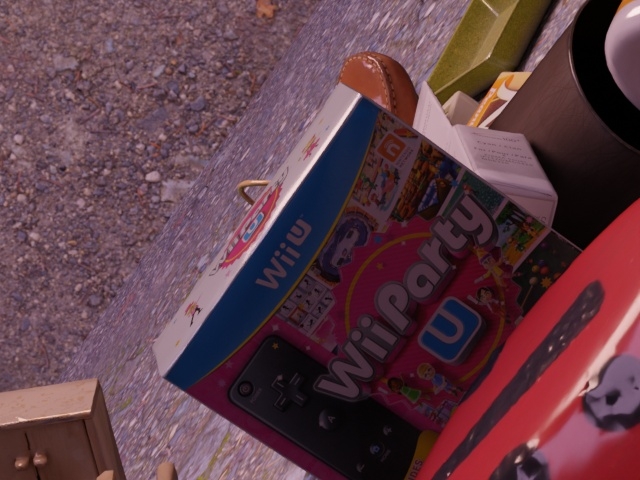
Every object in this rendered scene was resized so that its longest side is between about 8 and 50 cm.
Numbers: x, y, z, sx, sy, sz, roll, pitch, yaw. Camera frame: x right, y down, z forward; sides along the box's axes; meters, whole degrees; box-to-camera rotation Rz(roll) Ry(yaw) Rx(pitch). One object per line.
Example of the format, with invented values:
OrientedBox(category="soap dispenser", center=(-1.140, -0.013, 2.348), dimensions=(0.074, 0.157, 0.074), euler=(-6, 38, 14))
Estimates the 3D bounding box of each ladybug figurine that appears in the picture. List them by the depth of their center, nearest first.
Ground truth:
OrientedBox(category="ladybug figurine", center=(0.183, 0.115, 1.111), dimensions=(0.449, 0.162, 0.305), euler=(-53, 13, 13))

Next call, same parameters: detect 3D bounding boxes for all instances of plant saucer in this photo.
OrientedBox(category="plant saucer", center=(0.201, -0.236, 2.248), dimensions=(0.188, 0.045, 0.188), euler=(-60, 13, -25))

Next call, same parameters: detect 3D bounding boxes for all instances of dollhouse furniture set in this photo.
OrientedBox(category="dollhouse furniture set", center=(-0.295, 0.359, 1.990), dimensions=(0.362, 0.256, 0.394), euler=(-10, 27, 6))

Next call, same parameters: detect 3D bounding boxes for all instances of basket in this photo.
OrientedBox(category="basket", center=(0.202, -0.065, 1.560), dimensions=(0.227, 0.154, 0.204), euler=(-50, 1, 42))

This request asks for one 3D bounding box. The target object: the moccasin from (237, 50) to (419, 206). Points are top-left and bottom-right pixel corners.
OrientedBox(category="moccasin", center=(-0.002, -0.001, 1.902), dimensions=(0.139, 0.147, 0.380), euler=(25, 97, 56))

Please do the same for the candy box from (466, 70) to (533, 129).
OrientedBox(category="candy box", center=(0.136, -0.003, 1.777), dimensions=(0.316, 0.087, 0.183), euler=(-56, 12, -3))

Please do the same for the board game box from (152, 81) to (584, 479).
OrientedBox(category="board game box", center=(0.076, 0.073, 1.295), dimensions=(0.224, 0.303, 0.097), euler=(-55, 12, 4))

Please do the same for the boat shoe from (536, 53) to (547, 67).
OrientedBox(category="boat shoe", center=(0.269, -0.163, 1.728), dimensions=(0.068, 0.081, 0.228), euler=(-55, 19, -12))

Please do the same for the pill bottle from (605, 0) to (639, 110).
OrientedBox(category="pill bottle", center=(0.329, -0.214, 1.422), dimensions=(0.278, 0.162, 0.162), euler=(-61, 13, -22))

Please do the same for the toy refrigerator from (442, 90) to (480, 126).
OrientedBox(category="toy refrigerator", center=(0.085, -0.027, 2.024), dimensions=(0.269, 0.094, 0.102), euler=(-46, 16, 40))

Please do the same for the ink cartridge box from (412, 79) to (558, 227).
OrientedBox(category="ink cartridge box", center=(0.097, 0.052, 1.521), dimensions=(0.261, 0.066, 0.296), euler=(-104, 24, -68))
